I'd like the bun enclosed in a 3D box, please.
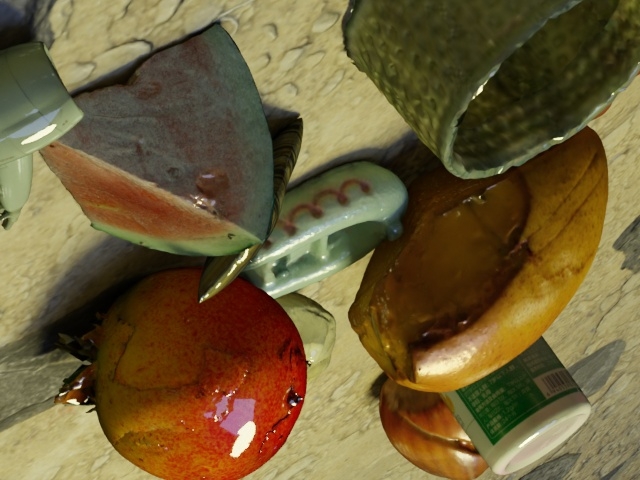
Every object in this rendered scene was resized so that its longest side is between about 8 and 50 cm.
[{"bbox_3d":[-0.063,0.124,1.893,0.164,0.111,0.188,-50,152,20],"label":"bun"}]

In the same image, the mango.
[{"bbox_3d":[0.172,0.005,1.882,0.350,0.201,0.199,-43,144,-22],"label":"mango"}]

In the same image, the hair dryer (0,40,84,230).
[{"bbox_3d":[-0.269,-0.044,1.349,0.206,0.075,0.237,-27,163,-7],"label":"hair dryer"}]

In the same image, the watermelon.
[{"bbox_3d":[-0.145,-0.078,1.477,0.207,0.136,0.202,-22,130,39],"label":"watermelon"}]

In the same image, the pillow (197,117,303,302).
[{"bbox_3d":[-0.057,-0.028,1.582,0.113,0.038,0.203,-51,-169,26],"label":"pillow"}]

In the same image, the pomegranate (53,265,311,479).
[{"bbox_3d":[-0.128,0.126,1.690,0.235,0.210,0.210,0,150,-5],"label":"pomegranate"}]

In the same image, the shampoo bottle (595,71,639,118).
[{"bbox_3d":[0.244,-0.149,1.870,0.244,0.085,0.085,-26,155,-30],"label":"shampoo bottle"}]

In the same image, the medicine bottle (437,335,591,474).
[{"bbox_3d":[0.171,0.113,2.005,0.133,0.274,0.133,-29,160,-12],"label":"medicine bottle"}]

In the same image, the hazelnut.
[{"bbox_3d":[0.158,0.226,2.358,0.182,0.182,0.182,-31,157,-15],"label":"hazelnut"}]

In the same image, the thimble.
[{"bbox_3d":[0.167,-0.191,1.580,0.271,0.150,0.271,-32,157,-15],"label":"thimble"}]

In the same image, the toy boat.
[{"bbox_3d":[0.000,0.000,1.798,0.208,0.079,0.134,-28,153,-18],"label":"toy boat"}]
